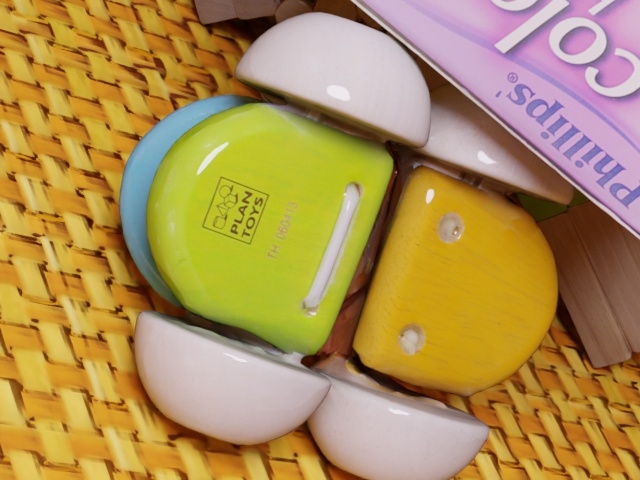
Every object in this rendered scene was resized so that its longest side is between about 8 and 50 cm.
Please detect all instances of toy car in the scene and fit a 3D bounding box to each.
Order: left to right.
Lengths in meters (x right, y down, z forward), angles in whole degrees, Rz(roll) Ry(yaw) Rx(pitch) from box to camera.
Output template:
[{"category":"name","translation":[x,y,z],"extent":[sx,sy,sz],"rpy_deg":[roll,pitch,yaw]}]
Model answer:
[{"category":"toy car","translation":[0.000,0.000,0.757],"extent":[0.182,0.159,0.136],"rpy_deg":[19,2,-35]}]

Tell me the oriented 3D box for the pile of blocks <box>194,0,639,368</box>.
[{"category":"pile of blocks","translation":[0.088,-0.098,0.962],"extent":[0.362,0.149,0.113],"rpy_deg":[41,28,-3]}]

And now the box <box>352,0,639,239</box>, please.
[{"category":"box","translation":[0.118,-0.133,0.768],"extent":[0.213,0.117,0.243],"rpy_deg":[41,28,4]}]
